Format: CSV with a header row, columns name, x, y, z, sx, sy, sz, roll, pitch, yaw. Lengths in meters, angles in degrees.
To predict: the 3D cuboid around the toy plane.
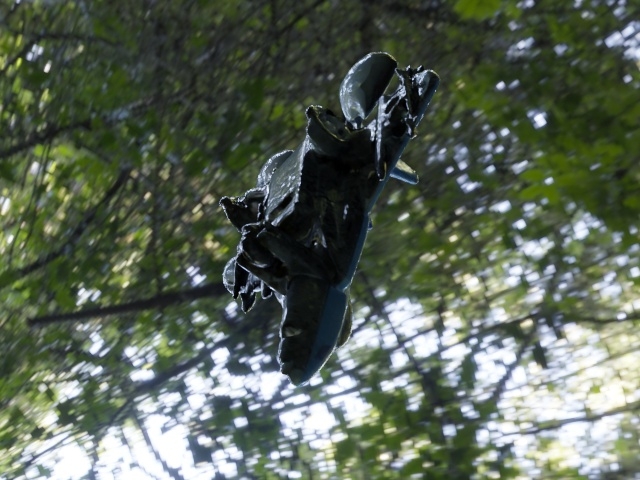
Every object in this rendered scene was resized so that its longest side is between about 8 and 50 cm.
name,x,y,z,sx,sy,sz,roll,pitch,yaw
toy plane,-0.006,-0.005,0.702,0.078,0.169,0.246,41,-154,-8
